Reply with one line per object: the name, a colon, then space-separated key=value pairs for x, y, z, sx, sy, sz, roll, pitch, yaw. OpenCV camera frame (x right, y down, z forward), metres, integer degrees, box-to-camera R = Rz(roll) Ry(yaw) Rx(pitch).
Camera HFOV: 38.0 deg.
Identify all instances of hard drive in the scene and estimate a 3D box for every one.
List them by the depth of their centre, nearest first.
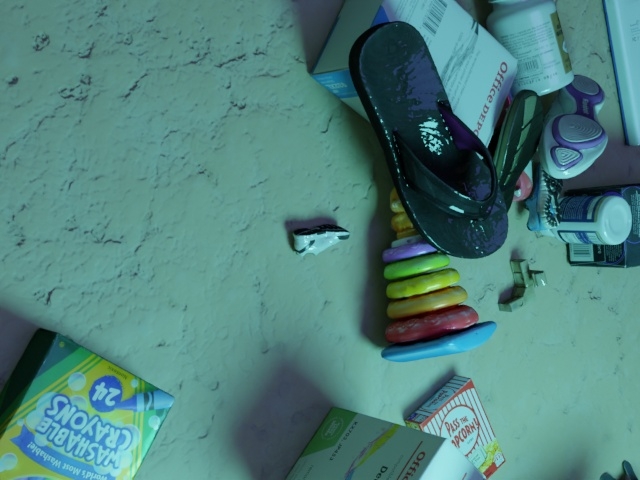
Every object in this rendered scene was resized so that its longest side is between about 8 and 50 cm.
hard drive: x=0.720 y=-0.386 z=2.033 sx=0.210 sy=0.040 sz=0.318 roll=-20 pitch=102 yaw=-33

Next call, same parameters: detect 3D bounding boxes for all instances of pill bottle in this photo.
pill bottle: x=0.382 y=-0.389 z=1.735 sx=0.131 sy=0.131 sz=0.229 roll=-29 pitch=107 yaw=-32
pill bottle: x=0.509 y=-0.040 z=1.810 sx=0.094 sy=0.169 sz=0.094 roll=-2 pitch=93 yaw=-36

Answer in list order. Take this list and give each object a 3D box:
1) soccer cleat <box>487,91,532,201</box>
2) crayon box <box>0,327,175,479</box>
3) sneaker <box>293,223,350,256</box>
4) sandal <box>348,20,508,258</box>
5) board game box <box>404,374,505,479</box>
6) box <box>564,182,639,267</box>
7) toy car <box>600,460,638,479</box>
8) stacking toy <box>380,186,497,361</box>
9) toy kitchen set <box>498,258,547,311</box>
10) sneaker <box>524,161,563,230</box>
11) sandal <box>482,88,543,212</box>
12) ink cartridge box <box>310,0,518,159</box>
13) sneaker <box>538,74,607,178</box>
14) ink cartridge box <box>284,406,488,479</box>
soccer cleat: x=0.349 y=-0.194 z=1.758 sx=0.095 sy=0.083 sz=0.247 roll=-29 pitch=108 yaw=-53
crayon box: x=-0.362 y=0.308 z=1.247 sx=0.203 sy=0.083 sz=0.322 roll=36 pitch=71 yaw=-31
sneaker: x=0.000 y=0.000 z=1.533 sx=0.109 sy=0.040 sz=0.043 roll=-8 pitch=112 yaw=-32
sandal: x=0.187 y=-0.136 z=1.473 sx=0.167 sy=0.107 sz=0.445 roll=-41 pitch=117 yaw=-15
board game box: x=0.250 y=0.370 z=1.711 sx=0.147 sy=0.045 sz=0.193 roll=-36 pitch=111 yaw=-30
box: x=0.651 y=-0.036 z=1.929 sx=0.271 sy=0.143 sz=0.165 roll=-5 pitch=93 yaw=-36
toy car: x=0.675 y=0.577 z=1.997 sx=0.155 sy=0.149 sz=0.188 roll=-17 pitch=72 yaw=-38
stacking toy: x=0.167 y=0.049 z=1.595 sx=0.175 sy=0.166 sz=0.301 roll=-13 pitch=88 yaw=-50
toy kitchen set: x=0.386 y=0.087 z=1.787 sx=0.075 sy=0.068 sz=0.083 roll=-23 pitch=104 yaw=-33
sneaker: x=0.426 y=-0.088 z=1.817 sx=0.063 sy=0.073 sz=0.162 roll=32 pitch=52 yaw=-27
sandal: x=0.312 y=-0.133 z=1.676 sx=0.120 sy=0.086 sz=0.302 roll=-18 pitch=134 yaw=-47
ink cartridge box: x=0.167 y=-0.292 z=1.584 sx=0.307 sy=0.129 sz=0.223 roll=33 pitch=72 yaw=-31
sneaker: x=0.468 y=-0.186 z=1.755 sx=0.114 sy=0.152 sz=0.305 roll=24 pitch=42 yaw=7
ink cartridge box: x=0.104 y=0.392 z=1.416 sx=0.119 sy=0.354 sz=0.207 roll=47 pitch=65 yaw=-27
